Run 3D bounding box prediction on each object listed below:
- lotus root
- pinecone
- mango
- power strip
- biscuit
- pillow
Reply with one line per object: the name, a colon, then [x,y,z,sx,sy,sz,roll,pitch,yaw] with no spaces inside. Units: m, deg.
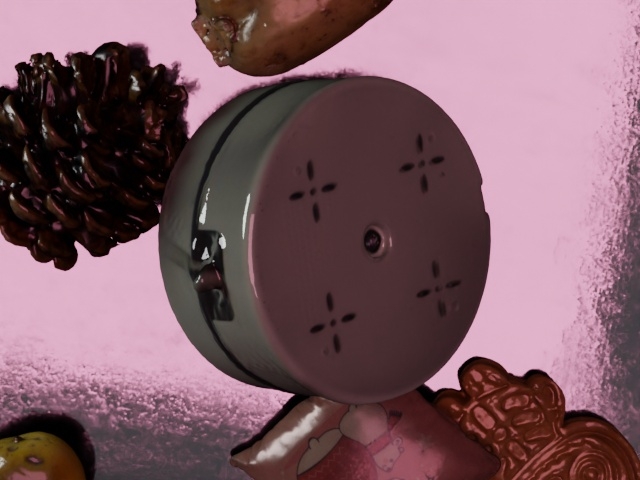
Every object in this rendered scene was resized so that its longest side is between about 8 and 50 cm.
lotus root: [-0.008,-0.289,1.576,0.284,0.146,0.160,-35,117,-1]
pinecone: [-0.255,-0.086,1.540,0.257,0.243,0.243,-11,98,-2]
mango: [-0.347,0.305,1.663,0.137,0.098,0.195,28,100,-10]
power strip: [0.000,0.000,1.520,0.357,0.161,0.357,-1,92,-40]
biscuit: [0.253,0.265,1.713,0.202,0.044,0.288,-40,99,3]
pillow: [0.049,0.252,1.671,0.236,0.084,0.223,-42,83,2]
